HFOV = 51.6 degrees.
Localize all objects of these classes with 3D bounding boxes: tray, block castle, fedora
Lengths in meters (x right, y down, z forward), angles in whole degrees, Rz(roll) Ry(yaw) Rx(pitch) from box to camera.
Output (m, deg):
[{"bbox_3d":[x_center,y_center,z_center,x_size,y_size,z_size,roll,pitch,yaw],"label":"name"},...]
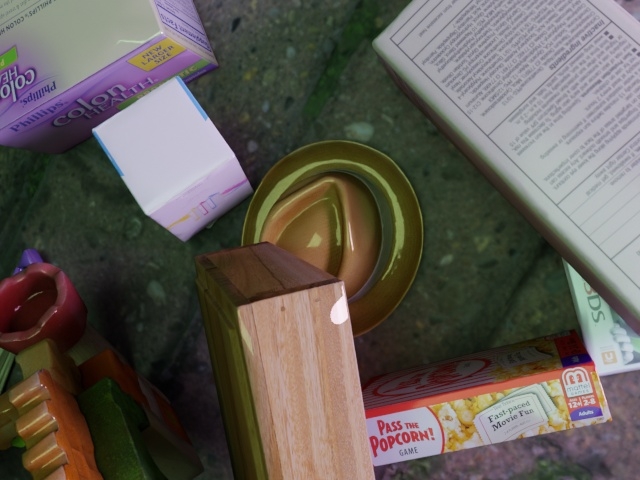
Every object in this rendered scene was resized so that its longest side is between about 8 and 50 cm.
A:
[{"bbox_3d":[-0.017,0.218,0.507,0.076,0.203,0.411,-13,100,-15],"label":"tray"},{"bbox_3d":[-0.245,0.244,0.490,0.302,0.213,0.453,-33,49,-8],"label":"block castle"},{"bbox_3d":[0.000,0.000,0.606,0.194,0.079,0.195,0,90,16],"label":"fedora"}]

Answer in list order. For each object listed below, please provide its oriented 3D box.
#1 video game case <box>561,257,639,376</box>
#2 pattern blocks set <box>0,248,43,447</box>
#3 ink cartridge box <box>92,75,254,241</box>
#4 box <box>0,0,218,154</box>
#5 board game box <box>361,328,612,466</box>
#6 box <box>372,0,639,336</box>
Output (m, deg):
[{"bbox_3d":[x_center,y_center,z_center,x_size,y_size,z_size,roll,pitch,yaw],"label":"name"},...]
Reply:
[{"bbox_3d":[0.302,0.010,0.548,0.190,0.022,0.173,-14,87,16],"label":"video game case"},{"bbox_3d":[-0.420,0.128,0.758,0.285,0.026,0.325,41,101,12],"label":"pattern blocks set"},{"bbox_3d":[-0.129,-0.068,0.619,0.089,0.143,0.092,-35,81,-4],"label":"ink cartridge box"},{"bbox_3d":[-0.255,-0.244,0.659,0.213,0.117,0.243,-25,83,15],"label":"box"},{"bbox_3d":[0.121,0.126,0.538,0.193,0.146,0.045,-17,86,15],"label":"board game box"},{"bbox_3d":[0.199,-0.079,0.506,0.148,0.121,0.311,-41,73,10],"label":"box"}]
